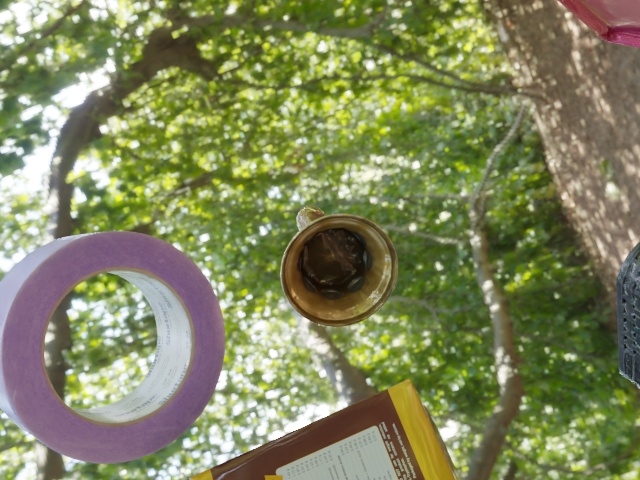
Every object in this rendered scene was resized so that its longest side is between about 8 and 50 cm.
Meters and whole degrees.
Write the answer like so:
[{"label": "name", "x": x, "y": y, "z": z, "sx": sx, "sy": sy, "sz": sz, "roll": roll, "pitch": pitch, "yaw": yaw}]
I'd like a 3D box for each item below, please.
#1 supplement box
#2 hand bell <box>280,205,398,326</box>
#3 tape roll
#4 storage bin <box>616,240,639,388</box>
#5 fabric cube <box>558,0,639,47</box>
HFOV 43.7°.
[{"label": "supplement box", "x": 0.029, "y": 0.249, "z": 0.619, "sx": 0.129, "sy": 0.194, "sz": 0.191, "roll": 59, "pitch": -173, "yaw": -56}, {"label": "hand bell", "x": 0.000, "y": 0.000, "z": 0.952, "sx": 0.242, "sy": 0.126, "sz": 0.126, "roll": -122, "pitch": 10, "yaw": -71}, {"label": "tape roll", "x": -0.182, "y": 0.087, "z": 0.678, "sx": 0.080, "sy": 0.189, "sz": 0.189, "roll": -1, "pitch": 114, "yaw": 56}, {"label": "storage bin", "x": 0.263, "y": 0.021, "z": 0.450, "sx": 0.084, "sy": 0.180, "sz": 0.122, "roll": 44, "pitch": 162, "yaw": 45}, {"label": "fabric cube", "x": 0.219, "y": -0.208, "z": 0.285, "sx": 0.254, "sy": 0.258, "sz": 0.259, "roll": 25, "pitch": -170, "yaw": 36}]
